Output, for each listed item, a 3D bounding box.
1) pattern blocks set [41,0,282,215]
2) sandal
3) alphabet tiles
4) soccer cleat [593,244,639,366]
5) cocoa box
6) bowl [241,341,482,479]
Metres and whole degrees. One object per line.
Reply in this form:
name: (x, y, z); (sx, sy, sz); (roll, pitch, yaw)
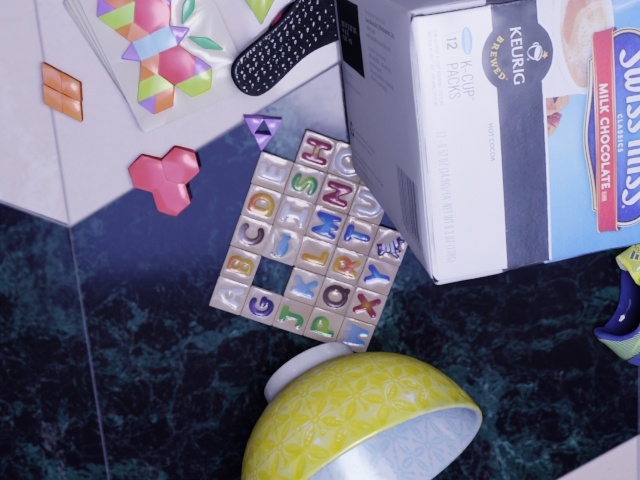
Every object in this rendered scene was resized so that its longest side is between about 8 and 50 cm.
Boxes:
pattern blocks set: (-0.175, -0.217, 1.073); (0.285, 0.026, 0.325); (-38, 103, 8)
sandal: (-0.026, -0.226, 1.064); (0.179, 0.040, 0.067); (-39, 116, -5)
alphabet tiles: (0.000, 0.000, 1.150); (0.198, 0.009, 0.237); (18, 104, -7)
soccer cleat: (0.412, 0.013, 1.130); (0.121, 0.093, 0.289); (21, 103, -1)
cocoa box: (0.161, -0.142, 0.928); (0.228, 0.347, 0.231); (-10, 111, -6)
bowl: (0.020, 0.211, 1.117); (0.289, 0.289, 0.156); (-37, 61, 8)
